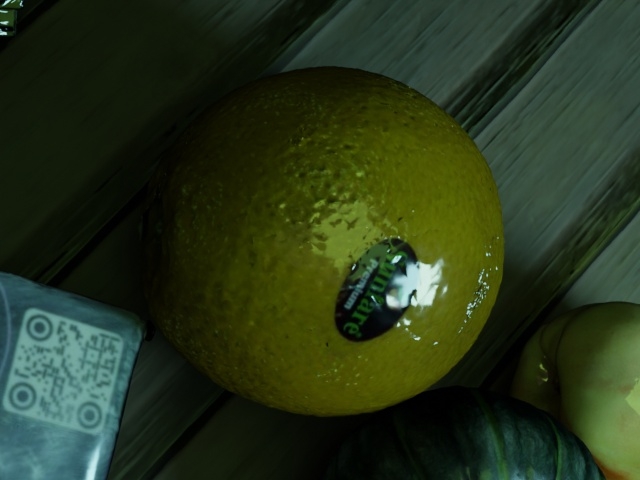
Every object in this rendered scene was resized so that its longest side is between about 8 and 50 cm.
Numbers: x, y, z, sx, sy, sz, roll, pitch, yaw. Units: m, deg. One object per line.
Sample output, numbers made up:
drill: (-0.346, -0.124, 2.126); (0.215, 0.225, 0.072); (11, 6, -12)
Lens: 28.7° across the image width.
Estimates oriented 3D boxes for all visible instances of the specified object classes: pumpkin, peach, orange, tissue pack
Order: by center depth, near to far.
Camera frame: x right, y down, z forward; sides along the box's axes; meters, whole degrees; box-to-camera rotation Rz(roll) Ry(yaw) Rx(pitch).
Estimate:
tissue pack: (-0.316, 0.120, 0.855); (0.361, 0.122, 0.259); (19, 75, -25)
orange: (0.000, 0.000, 0.940); (0.274, 0.274, 0.274); (3, 83, -22)
pumpkin: (0.106, 0.222, 0.984); (0.250, 0.250, 0.216); (9, 39, -21)
peach: (0.258, 0.142, 1.076); (0.184, 0.184, 0.184); (3, 83, -22)

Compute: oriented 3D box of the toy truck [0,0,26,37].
toy truck: (-0.343, -0.173, 0.902); (0.257, 0.127, 0.127); (-7, 101, -23)
